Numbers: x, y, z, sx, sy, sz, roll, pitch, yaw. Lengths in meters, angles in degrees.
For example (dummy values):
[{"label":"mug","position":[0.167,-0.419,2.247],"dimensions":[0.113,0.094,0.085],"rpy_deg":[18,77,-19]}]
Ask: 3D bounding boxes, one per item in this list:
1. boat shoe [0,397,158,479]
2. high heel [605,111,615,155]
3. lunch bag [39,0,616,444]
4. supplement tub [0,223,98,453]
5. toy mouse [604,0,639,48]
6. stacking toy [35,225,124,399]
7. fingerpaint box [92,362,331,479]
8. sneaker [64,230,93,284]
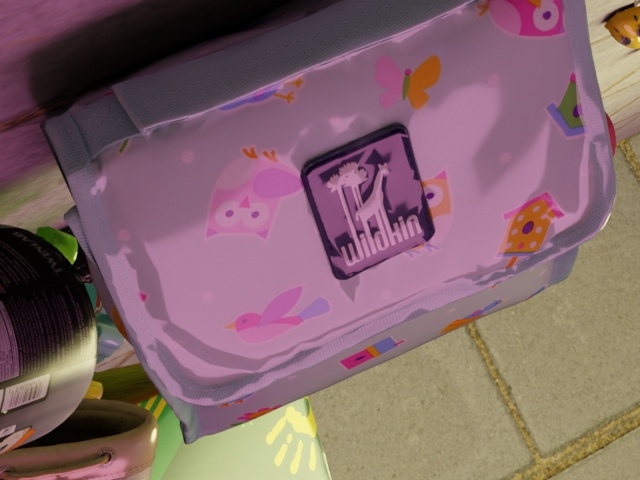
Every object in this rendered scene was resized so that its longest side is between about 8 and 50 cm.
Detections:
[{"label":"boat shoe","position":[-0.240,0.114,0.843],"dimensions":[0.302,0.098,0.109],"rpy_deg":[10,-160,-17]},{"label":"high heel","position":[0.201,-0.090,1.202],"dimensions":[0.181,0.127,0.377],"rpy_deg":[-21,177,33]},{"label":"lunch bag","position":[0.002,-0.027,0.675],"dimensions":[0.223,0.160,0.262],"rpy_deg":[-23,164,-7]},{"label":"supplement tub","position":[-0.197,0.057,0.708],"dimensions":[0.117,0.117,0.190],"rpy_deg":[-29,175,23]},{"label":"toy mouse","position":[0.293,-0.193,1.201],"dimensions":[0.143,0.031,0.161],"rpy_deg":[-28,175,20]},{"label":"stacking toy","position":[-0.156,0.061,0.904],"dimensions":[0.167,0.052,0.221],"rpy_deg":[22,140,-40]},{"label":"fingerpaint box","position":[-0.278,0.238,1.399],"dimensions":[0.444,0.163,0.371],"rpy_deg":[-13,-176,36]},{"label":"sneaker","position":[-0.163,0.025,0.972],"dimensions":[0.170,0.051,0.089],"rpy_deg":[-18,169,-25]}]
